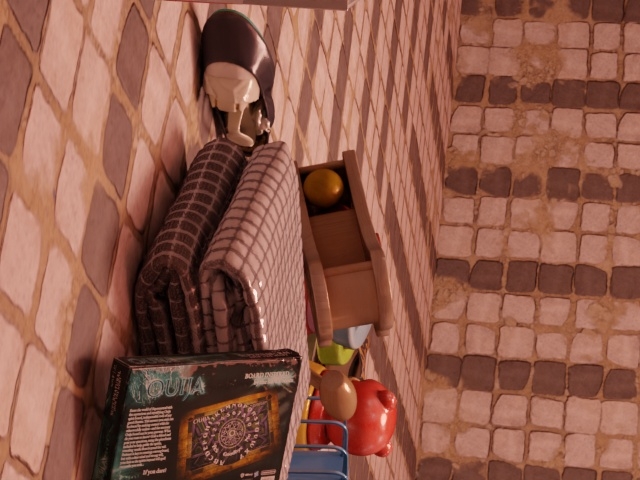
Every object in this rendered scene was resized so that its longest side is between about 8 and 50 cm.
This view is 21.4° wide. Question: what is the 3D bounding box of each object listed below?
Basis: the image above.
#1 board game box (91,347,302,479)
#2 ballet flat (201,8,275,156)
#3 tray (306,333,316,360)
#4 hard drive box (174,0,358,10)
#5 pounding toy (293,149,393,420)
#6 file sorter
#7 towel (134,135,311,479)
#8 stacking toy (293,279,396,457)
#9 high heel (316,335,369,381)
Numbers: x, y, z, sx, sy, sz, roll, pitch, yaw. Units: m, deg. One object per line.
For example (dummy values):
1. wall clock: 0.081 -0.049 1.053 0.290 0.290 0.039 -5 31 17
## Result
1. board game box: -0.100 0.153 1.394 0.186 0.026 0.126 1 105 -44
2. ballet flat: -0.079 -0.145 1.669 0.203 0.074 0.074 80 16 -63
3. tray: -0.039 0.087 2.109 0.270 0.030 0.145 83 13 -46
4. hard drive box: -0.044 -0.264 1.495 0.232 0.181 0.089 -52 146 -72
5. pounding toy: -0.010 0.038 1.738 0.154 0.154 0.270 84 -5 -59
6. file sorter: -0.024 0.263 1.878 0.170 0.118 0.104 -91 -177 -53
7. towel: -0.086 0.078 1.568 0.235 0.121 0.284 -74 163 -59
8. stacking toy: 0.051 0.096 2.108 0.279 0.130 0.309 -61 156 -53
9. high heel: 0.018 0.159 2.371 0.261 0.093 0.186 42 40 -75
